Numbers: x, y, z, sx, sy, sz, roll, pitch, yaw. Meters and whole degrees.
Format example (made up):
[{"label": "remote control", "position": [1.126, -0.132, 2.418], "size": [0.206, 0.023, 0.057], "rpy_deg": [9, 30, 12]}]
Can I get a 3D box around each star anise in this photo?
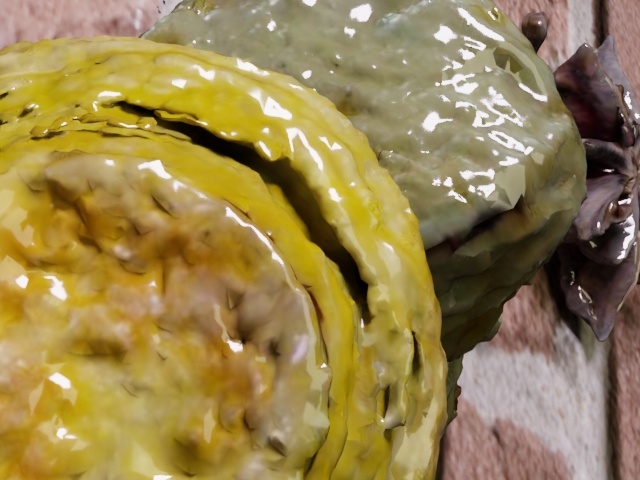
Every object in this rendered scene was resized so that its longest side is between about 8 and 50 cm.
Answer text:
[{"label": "star anise", "position": [0.186, -0.054, 1.092], "size": [0.231, 0.089, 0.209], "rpy_deg": [69, 25, -9]}]

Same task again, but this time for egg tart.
[{"label": "egg tart", "position": [-0.080, 0.056, 0.579], "size": [0.294, 0.123, 0.294], "rpy_deg": [1, 80, -8]}]

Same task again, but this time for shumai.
[{"label": "shumai", "position": [0.000, -0.001, 0.771], "size": [0.218, 0.256, 0.189], "rpy_deg": [70, 0, -57]}]
